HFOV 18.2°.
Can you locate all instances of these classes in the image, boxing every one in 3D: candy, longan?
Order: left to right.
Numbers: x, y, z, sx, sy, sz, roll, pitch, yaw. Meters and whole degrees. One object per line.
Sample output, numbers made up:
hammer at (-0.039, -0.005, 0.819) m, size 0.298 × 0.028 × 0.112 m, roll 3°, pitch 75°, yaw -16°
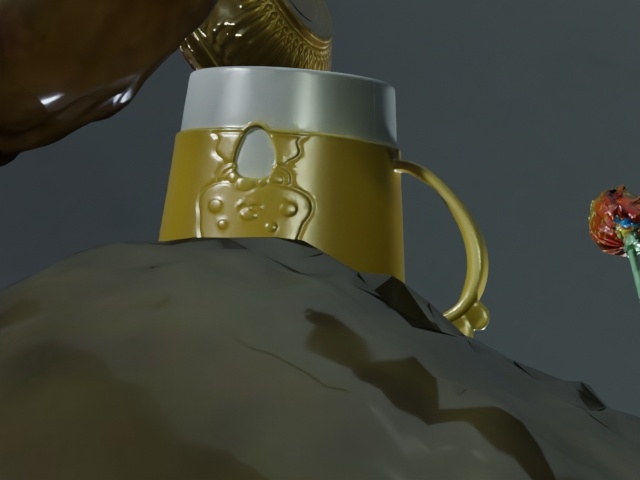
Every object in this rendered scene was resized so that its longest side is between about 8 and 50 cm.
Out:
longan at (-0.003, 0.224, 0.681) m, size 0.435 × 0.404 × 0.404 m, roll 25°, pitch 142°, yaw -17°
candy at (0.258, 0.011, 1.659) m, size 0.060 × 0.201 × 0.060 m, roll 0°, pitch 112°, yaw 1°

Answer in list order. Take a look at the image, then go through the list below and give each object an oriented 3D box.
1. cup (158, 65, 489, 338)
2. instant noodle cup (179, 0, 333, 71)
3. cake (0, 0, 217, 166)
cup at (0.000, 0.000, 1.372) m, size 0.241 × 0.226 × 0.185 m, roll 2°, pitch 177°, yaw 14°
instant noodle cup at (-0.058, -0.219, 1.863) m, size 0.090 × 0.274 × 0.274 m, roll -29°, pitch 121°, yaw 19°
cake at (-0.103, -0.167, 0.285) m, size 0.196 × 0.199 × 0.293 m, roll 33°, pitch 172°, yaw 27°
